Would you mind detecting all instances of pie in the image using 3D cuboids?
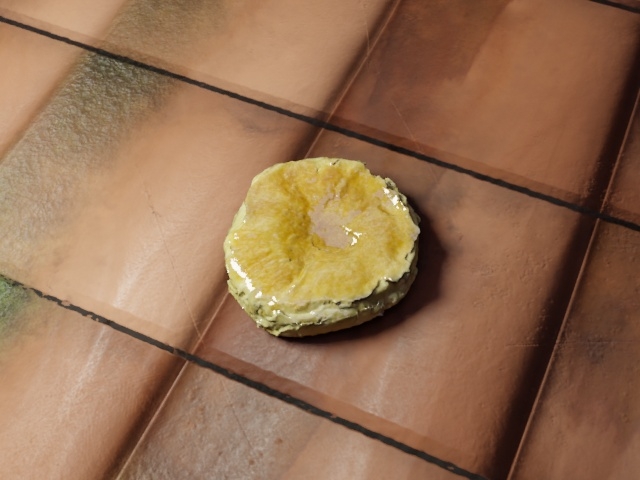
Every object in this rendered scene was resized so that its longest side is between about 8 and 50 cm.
[{"bbox_3d":[0.000,0.000,1.349,0.339,0.083,0.339,-3,57,4],"label":"pie"}]
